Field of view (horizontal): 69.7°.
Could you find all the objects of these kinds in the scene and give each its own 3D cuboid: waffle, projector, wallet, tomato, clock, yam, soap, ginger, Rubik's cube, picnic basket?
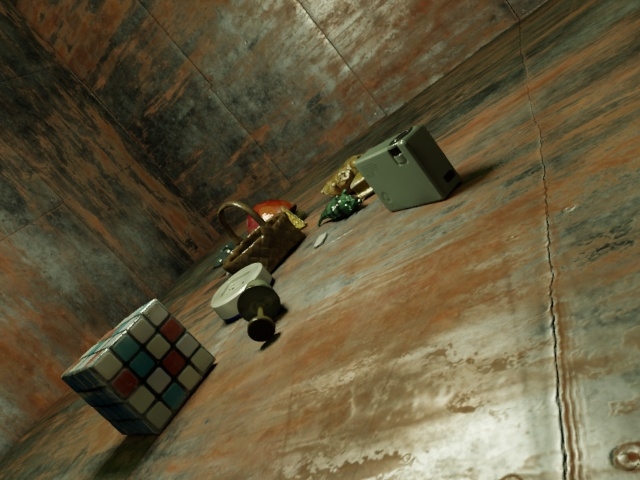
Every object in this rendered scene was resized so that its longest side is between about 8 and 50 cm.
[{"bbox_3d":[-0.121,-0.111,2.066,0.098,0.152,0.023,-35,-19,34],"label":"waffle"},{"bbox_3d":[0.230,-0.192,1.244,0.099,0.192,0.257,-45,14,-21],"label":"projector"},{"bbox_3d":[0.000,0.000,1.633,0.044,0.011,0.083,-32,14,27],"label":"wallet"},{"bbox_3d":[-0.265,-0.105,2.236,0.309,0.170,0.309,-51,-4,-5],"label":"tomato"},{"bbox_3d":[-0.278,0.178,1.620,0.230,0.083,0.230,-35,20,14],"label":"clock"},{"bbox_3d":[-0.162,-0.053,2.152,0.253,0.061,0.061,-46,14,-29],"label":"yam"},{"bbox_3d":[0.243,-0.264,1.694,0.258,0.080,0.160,-32,15,31],"label":"soap"},{"bbox_3d":[0.117,-0.255,1.918,0.270,0.123,0.219,-41,-7,22],"label":"ginger"},{"bbox_3d":[-0.502,0.358,1.280,0.259,0.256,0.253,-25,19,45],"label":"Rubik's cube"},{"bbox_3d":[-0.285,-0.029,1.846,0.337,0.337,0.293,-48,16,-32],"label":"picnic basket"}]

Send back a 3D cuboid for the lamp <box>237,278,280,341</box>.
[{"bbox_3d":[-0.168,0.185,1.254,0.121,0.121,0.214,-38,22,8],"label":"lamp"}]

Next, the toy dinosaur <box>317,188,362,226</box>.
[{"bbox_3d":[0.066,-0.125,1.734,0.120,0.079,0.292,-42,10,-20],"label":"toy dinosaur"}]

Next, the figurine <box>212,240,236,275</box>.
[{"bbox_3d":[-0.457,0.081,2.361,0.193,0.140,0.265,-63,6,-20],"label":"figurine"}]
